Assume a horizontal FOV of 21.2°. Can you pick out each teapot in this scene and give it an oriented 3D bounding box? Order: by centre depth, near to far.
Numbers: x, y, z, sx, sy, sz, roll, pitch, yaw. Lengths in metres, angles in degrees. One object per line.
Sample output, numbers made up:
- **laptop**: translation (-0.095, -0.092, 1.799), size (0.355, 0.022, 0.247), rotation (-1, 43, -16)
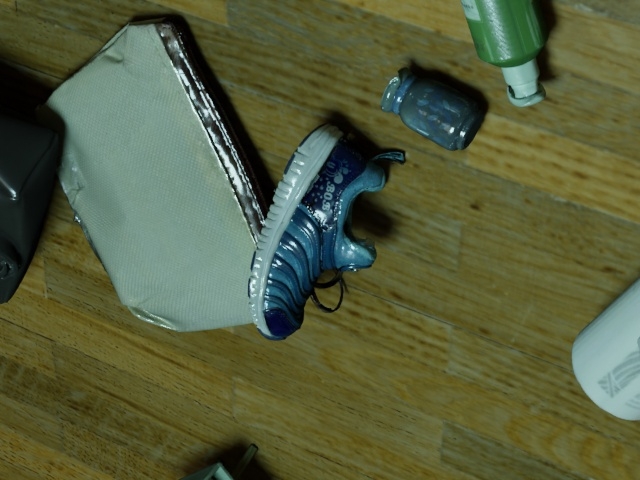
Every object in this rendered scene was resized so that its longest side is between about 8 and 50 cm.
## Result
- **teapot**: translation (0.099, -0.113, 1.472), size (0.083, 0.063, 0.049), rotation (31, 104, 17)

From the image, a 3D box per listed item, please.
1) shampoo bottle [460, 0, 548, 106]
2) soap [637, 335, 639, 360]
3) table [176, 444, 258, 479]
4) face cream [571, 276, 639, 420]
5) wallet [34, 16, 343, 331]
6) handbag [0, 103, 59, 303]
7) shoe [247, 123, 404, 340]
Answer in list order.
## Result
- **shampoo bottle**: translation (0.139, -0.201, 1.359), size (0.065, 0.065, 0.204), rotation (0, 122, 36)
- **soap**: translation (0.337, 0.103, 1.280), size (0.183, 0.121, 0.064), rotation (-23, 139, 28)
- **table**: translation (-0.065, 0.341, 1.887), size (0.121, 0.111, 0.240), rotation (-28, 104, 46)
- **face cream**: translation (0.332, 0.026, 1.362), size (0.102, 0.102, 0.345), rotation (41, 138, 2)
- **wallet**: translation (-0.148, -0.048, 1.689), size (0.274, 0.068, 0.335), rotation (-18, 104, 39)
- **handbag**: translation (-0.402, -0.064, 1.756), size (0.257, 0.113, 0.285), rotation (28, 151, 0)
- **shoe**: translation (0.000, 0.000, 1.555), size (0.106, 0.091, 0.207), rotation (25, 101, 6)
